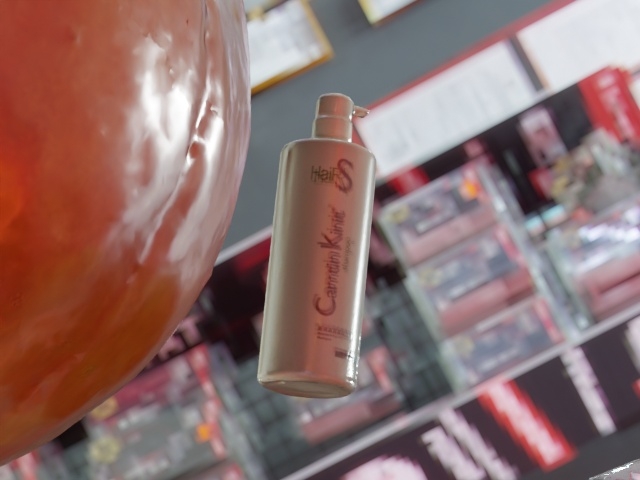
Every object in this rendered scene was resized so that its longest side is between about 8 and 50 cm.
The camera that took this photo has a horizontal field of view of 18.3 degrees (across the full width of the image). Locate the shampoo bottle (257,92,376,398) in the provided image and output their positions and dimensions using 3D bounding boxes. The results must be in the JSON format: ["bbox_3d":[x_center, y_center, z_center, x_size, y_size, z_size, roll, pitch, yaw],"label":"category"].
[{"bbox_3d":[0.000,0.000,1.700,0.085,0.085,0.262,49,44,-68],"label":"shampoo bottle"}]

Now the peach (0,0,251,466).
[{"bbox_3d":[-0.185,-0.077,0.830,0.343,0.301,0.343,45,3,-3],"label":"peach"}]

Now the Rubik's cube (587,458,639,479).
[{"bbox_3d":[0.167,0.298,1.125,0.237,0.238,0.237,36,-46,49],"label":"Rubik's cube"}]
